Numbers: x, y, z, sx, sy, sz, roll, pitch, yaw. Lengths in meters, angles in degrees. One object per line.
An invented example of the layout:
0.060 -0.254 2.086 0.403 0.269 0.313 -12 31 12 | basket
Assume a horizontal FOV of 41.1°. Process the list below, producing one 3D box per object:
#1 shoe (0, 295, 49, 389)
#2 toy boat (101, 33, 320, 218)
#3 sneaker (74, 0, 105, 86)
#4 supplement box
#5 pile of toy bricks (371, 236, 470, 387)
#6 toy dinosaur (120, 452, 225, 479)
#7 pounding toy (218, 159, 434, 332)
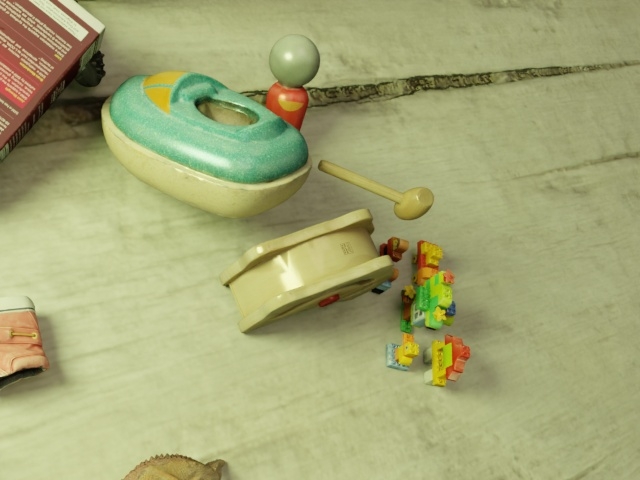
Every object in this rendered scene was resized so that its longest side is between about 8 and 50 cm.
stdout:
-0.350 0.107 0.814 0.178 0.063 0.081 -8 66 -41 | shoe
-0.105 -0.156 1.034 0.267 0.148 0.318 25 32 20 | toy boat
-0.352 -0.272 1.009 0.234 0.106 0.078 56 15 -21 | sneaker
-0.353 -0.171 0.902 0.130 0.073 0.239 39 72 -11 | supplement box
0.144 0.077 1.138 0.118 0.105 0.212 18 57 -26 | pile of toy bricks
-0.178 0.284 0.806 0.200 0.127 0.296 35 46 -5 | toy dinosaur
0.000 0.000 1.067 0.269 0.154 0.155 -19 78 -20 | pounding toy
